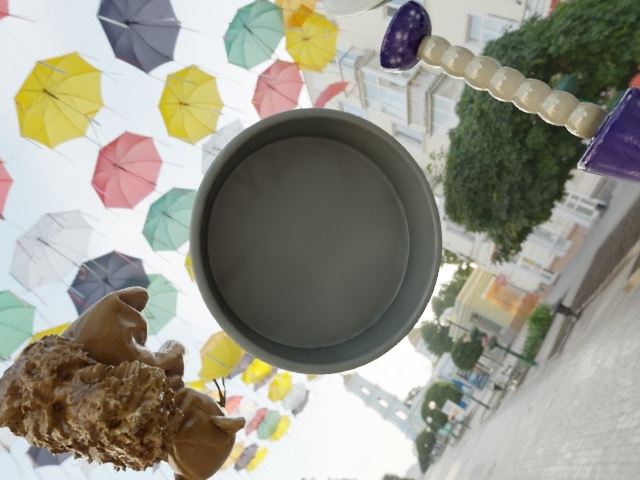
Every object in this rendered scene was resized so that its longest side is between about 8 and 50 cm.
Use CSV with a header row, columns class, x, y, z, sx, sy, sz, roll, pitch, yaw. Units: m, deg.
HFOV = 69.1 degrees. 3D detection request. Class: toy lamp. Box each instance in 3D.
class,x,y,z,sx,sy,sz,roll,pitch,yaw
toy lamp,0.185,-0.133,0.421,0.080,0.274,0.080,-48,-22,-27

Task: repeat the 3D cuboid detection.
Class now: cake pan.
class,x,y,z,sx,sy,sz,roll,pitch,yaw
cake pan,0.000,0.000,0.531,0.293,0.293,0.054,-55,14,-14

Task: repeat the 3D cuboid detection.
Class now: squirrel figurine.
class,x,y,z,sx,sy,sz,roll,pitch,yaw
squirrel figurine,-0.328,0.303,0.821,0.281,0.370,0.397,-51,-4,-4

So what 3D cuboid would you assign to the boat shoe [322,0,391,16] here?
class,x,y,z,sx,sy,sz,roll,pitch,yaw
boat shoe,0.140,-0.507,0.906,0.099,0.319,0.116,-2,-90,-45
